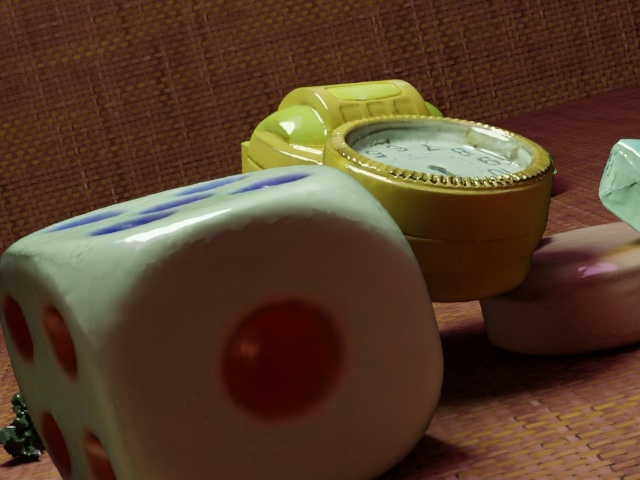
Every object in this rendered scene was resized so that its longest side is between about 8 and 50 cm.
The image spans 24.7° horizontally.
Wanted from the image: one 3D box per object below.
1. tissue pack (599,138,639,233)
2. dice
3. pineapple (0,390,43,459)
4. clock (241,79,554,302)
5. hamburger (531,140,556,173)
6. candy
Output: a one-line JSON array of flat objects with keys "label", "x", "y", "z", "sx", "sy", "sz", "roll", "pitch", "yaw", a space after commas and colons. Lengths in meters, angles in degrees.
[{"label": "tissue pack", "x": 0.433, "y": -0.031, "z": 1.476, "sx": 0.263, "sy": 0.089, "sz": 0.177, "roll": -3, "pitch": 31, "yaw": -32}, {"label": "dice", "x": -0.095, "y": 0.091, "z": 1.309, "sx": 0.304, "sy": 0.276, "sz": 0.304, "roll": -21, "pitch": 12, "yaw": -25}, {"label": "pineapple", "x": -0.308, "y": 0.182, "z": 1.664, "sx": 0.108, "sy": 0.108, "sz": 0.197, "roll": -10, "pitch": 23, "yaw": 27}, {"label": "clock", "x": 0.089, "y": -0.043, "z": 1.484, "sx": 0.244, "sy": 0.200, "sz": 0.317, "roll": -12, "pitch": 24, "yaw": -32}, {"label": "hamburger", "x": 0.281, "y": -0.120, "z": 2.504, "sx": 0.235, "sy": 0.125, "sz": 0.214, "roll": 1, "pitch": 0, "yaw": 5}, {"label": "candy", "x": 0.280, "y": 0.049, "z": 1.548, "sx": 0.255, "sy": 0.094, "sz": 0.255, "roll": -14, "pitch": 9, "yaw": 2}]
